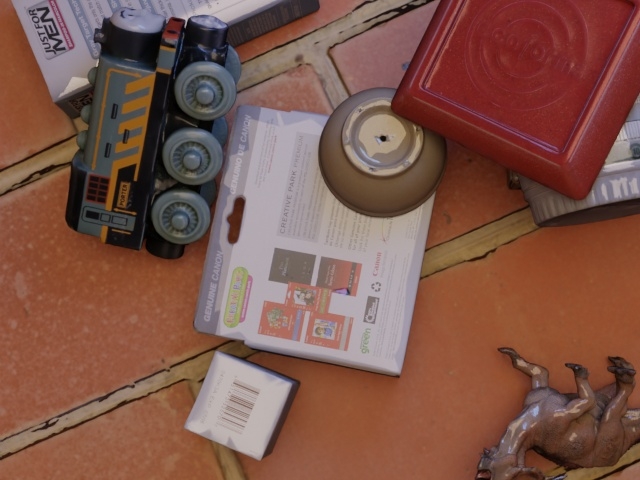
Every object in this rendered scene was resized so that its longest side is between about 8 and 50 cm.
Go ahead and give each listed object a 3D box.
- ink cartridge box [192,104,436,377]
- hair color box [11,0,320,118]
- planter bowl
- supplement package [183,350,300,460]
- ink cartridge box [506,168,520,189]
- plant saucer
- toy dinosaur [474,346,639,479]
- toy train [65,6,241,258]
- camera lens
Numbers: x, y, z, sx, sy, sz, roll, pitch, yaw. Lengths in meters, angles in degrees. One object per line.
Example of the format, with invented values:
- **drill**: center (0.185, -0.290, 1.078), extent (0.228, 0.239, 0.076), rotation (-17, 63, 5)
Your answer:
- **ink cartridge box**: center (0.000, 0.000, 1.771), extent (0.272, 0.130, 0.309), rotation (11, 83, 4)
- **hair color box**: center (-0.209, -0.328, 1.828), extent (0.375, 0.113, 0.185), rotation (-24, 83, -1)
- **planter bowl**: center (0.075, -0.116, 1.663), extent (0.162, 0.109, 0.162), rotation (0, 81, 3)
- **supplement package**: center (-0.095, 0.207, 1.727), extent (0.105, 0.179, 0.105), rotation (22, 85, 5)
- **ink cartridge box**: center (0.336, -0.189, 1.798), extent (0.193, 0.088, 0.234), rotation (-2, 84, 4)
- **plant saucer**: center (0.234, -0.213, 1.537), extent (0.258, 0.048, 0.259), rotation (28, 96, 19)
- **toy dinosaur**: center (0.320, 0.249, 1.740), extent (0.296, 0.127, 0.200), rotation (5, 94, -13)
- **toy train**: center (-0.214, -0.135, 1.744), extent (0.190, 0.142, 0.333), rotation (11, 115, -5)
- **camera lens**: center (0.330, -0.169, 1.641), extent (0.219, 0.219, 0.274), rotation (-10, 83, 2)
